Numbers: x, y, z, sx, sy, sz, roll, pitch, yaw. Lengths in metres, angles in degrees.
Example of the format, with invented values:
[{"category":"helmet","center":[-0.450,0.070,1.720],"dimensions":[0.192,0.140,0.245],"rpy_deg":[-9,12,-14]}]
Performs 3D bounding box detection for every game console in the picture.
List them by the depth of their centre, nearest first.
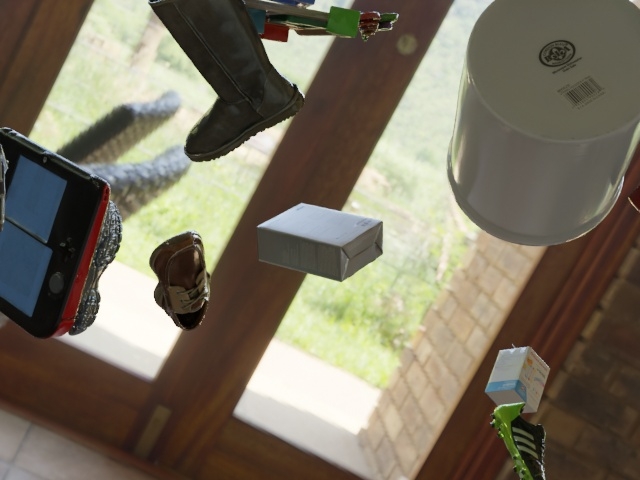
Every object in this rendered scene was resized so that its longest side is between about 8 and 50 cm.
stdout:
[{"category":"game console","center":[-0.588,-0.016,1.978],"dimensions":[0.387,0.342,0.060],"rpy_deg":[26,15,36]}]

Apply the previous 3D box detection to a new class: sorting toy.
[{"category":"sorting toy","center":[-0.077,-0.287,1.285],"dimensions":[0.196,0.047,0.348],"rpy_deg":[8,6,-28]},{"category":"sorting toy","center":[0.096,-0.380,1.751],"dimensions":[0.061,0.042,0.102],"rpy_deg":[-2,6,40]}]

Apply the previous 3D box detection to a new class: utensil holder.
[{"category":"utensil holder","center":[0.386,-0.211,1.683],"dimensions":[0.328,0.327,0.385],"rpy_deg":[31,-17,16]}]

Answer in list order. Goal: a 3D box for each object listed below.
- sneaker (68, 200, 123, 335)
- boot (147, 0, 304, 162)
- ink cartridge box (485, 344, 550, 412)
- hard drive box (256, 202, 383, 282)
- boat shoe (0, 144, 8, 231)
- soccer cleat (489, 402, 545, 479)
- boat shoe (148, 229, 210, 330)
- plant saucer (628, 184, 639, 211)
[{"category":"sneaker","center":[-0.509,0.046,2.058],"dimensions":[0.129,0.297,0.111],"rpy_deg":[24,6,17]},{"category":"boot","center":[-0.140,-0.209,1.195],"dimensions":[0.208,0.190,0.076],"rpy_deg":[47,20,-39]},{"category":"ink cartridge box","center":[0.462,0.319,2.297],"dimensions":[0.090,0.143,0.092],"rpy_deg":[-15,-52,46]},{"category":"hard drive box","center":[0.000,0.000,2.245],"dimensions":[0.232,0.089,0.181],"rpy_deg":[14,28,32]},{"category":"boat shoe","center":[-0.482,-0.103,1.404],"dimensions":[0.075,0.206,0.065],"rpy_deg":[-9,-13,30]},{"category":"soccer cleat","center":[0.336,0.337,1.584],"dimensions":[0.060,0.072,0.179],"rpy_deg":[86,-14,-53]},{"category":"boat shoe","center":[-0.273,0.088,2.022],"dimensions":[0.116,0.123,0.324],"rpy_deg":[55,-18,20]},{"category":"plant saucer","center":[0.685,-0.066,1.653],"dimensions":[0.259,0.047,0.258],"rpy_deg":[17,-23,-1]}]
